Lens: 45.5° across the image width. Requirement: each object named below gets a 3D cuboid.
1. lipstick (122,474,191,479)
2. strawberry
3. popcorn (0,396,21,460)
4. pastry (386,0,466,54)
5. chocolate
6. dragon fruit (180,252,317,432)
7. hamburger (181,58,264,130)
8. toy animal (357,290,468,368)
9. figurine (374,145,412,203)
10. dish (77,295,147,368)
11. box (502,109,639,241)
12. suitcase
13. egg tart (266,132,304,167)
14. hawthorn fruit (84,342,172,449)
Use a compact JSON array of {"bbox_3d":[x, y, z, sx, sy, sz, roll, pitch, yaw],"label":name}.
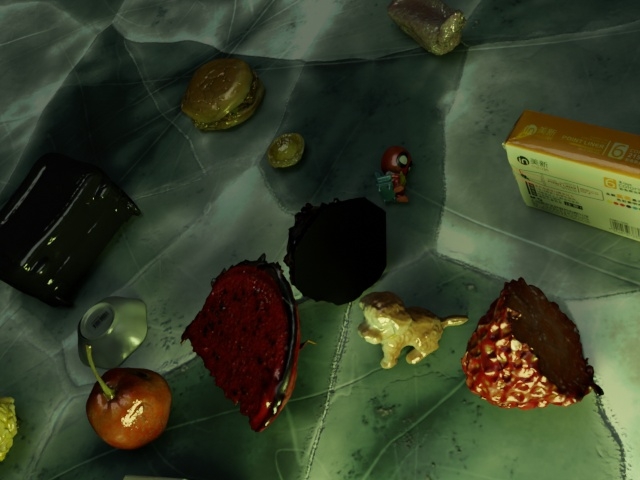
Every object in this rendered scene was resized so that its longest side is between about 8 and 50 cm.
[{"bbox_3d":[-0.244,0.476,1.389,0.253,0.079,0.077,-4,55,22],"label":"lipstick"},{"bbox_3d":[0.331,0.195,1.276,0.178,0.234,0.234,-39,43,34],"label":"strawberry"},{"bbox_3d":[-0.727,0.408,1.624,0.180,0.170,0.180,-10,70,30],"label":"popcorn"},{"bbox_3d":[0.262,-0.518,1.821,0.103,0.112,0.265,-41,38,2],"label":"pastry"},{"bbox_3d":[0.000,0.000,1.531,0.206,0.224,0.177,-16,29,-23],"label":"chocolate"},{"bbox_3d":[-0.117,0.179,1.490,0.343,0.100,0.282,44,112,43],"label":"dragon fruit"},{"bbox_3d":[-0.252,-0.378,1.973,0.214,0.108,0.213,-16,51,21],"label":"hamburger"},{"bbox_3d":[0.160,0.135,1.362,0.184,0.185,0.104,-24,49,8],"label":"toy animal"},{"bbox_3d":[0.157,-0.144,1.638,0.075,0.068,0.140,-9,48,24],"label":"figurine"},{"bbox_3d":[-0.482,0.191,1.707,0.191,0.066,0.190,-12,54,17],"label":"dish"},{"bbox_3d":[0.480,-0.112,1.360,0.274,0.221,0.091,22,72,33],"label":"box"},{"bbox_3d":[-0.669,-0.036,1.896,0.339,0.188,0.345,17,68,39],"label":"suitcase"},{"bbox_3d":[-0.077,-0.208,1.808,0.105,0.039,0.105,-13,53,18],"label":"egg tart"},{"bbox_3d":[-0.388,0.294,1.450,0.165,0.285,0.165,-6,59,10],"label":"hawthorn fruit"}]
